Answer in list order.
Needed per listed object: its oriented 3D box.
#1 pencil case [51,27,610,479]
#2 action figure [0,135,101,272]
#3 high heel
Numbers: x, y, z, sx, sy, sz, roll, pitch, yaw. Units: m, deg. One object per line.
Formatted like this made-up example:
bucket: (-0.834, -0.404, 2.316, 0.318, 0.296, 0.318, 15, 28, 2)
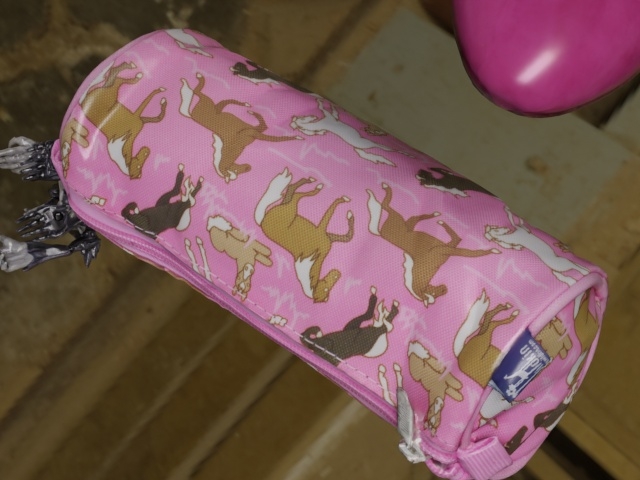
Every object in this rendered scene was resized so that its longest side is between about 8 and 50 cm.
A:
pencil case: (0.000, 0.000, 0.974, 0.167, 0.386, 0.160, -17, 135, -55)
action figure: (-0.326, -0.049, 1.725, 0.141, 0.276, 0.164, -5, 85, -8)
high heel: (0.167, -0.231, 0.676, 0.181, 0.127, 0.377, 115, 0, -59)
